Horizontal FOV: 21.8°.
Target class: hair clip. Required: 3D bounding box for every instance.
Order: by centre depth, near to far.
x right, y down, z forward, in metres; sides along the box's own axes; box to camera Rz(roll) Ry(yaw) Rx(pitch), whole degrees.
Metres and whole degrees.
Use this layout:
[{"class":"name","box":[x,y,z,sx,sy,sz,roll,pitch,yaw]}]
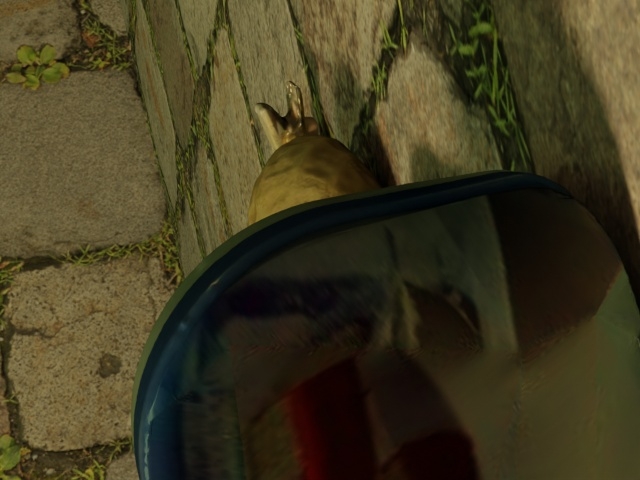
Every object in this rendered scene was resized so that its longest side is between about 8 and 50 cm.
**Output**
[{"class":"hair clip","box":[-0.011,-0.042,1.445,0.062,0.056,0.214,36,148,50]}]

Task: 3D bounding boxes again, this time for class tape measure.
[{"class":"tape measure","box":[0.035,0.106,0.846,0.138,0.262,0.259,-107,8,-84]}]

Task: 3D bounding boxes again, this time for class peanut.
[{"class":"peanut","box":[0.000,0.000,1.257,0.159,0.109,0.140,-112,15,-51]}]

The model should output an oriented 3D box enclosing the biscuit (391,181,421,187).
[{"class":"biscuit","box":[0.091,0.108,1.056,0.277,0.052,0.262,-128,29,-67]}]
